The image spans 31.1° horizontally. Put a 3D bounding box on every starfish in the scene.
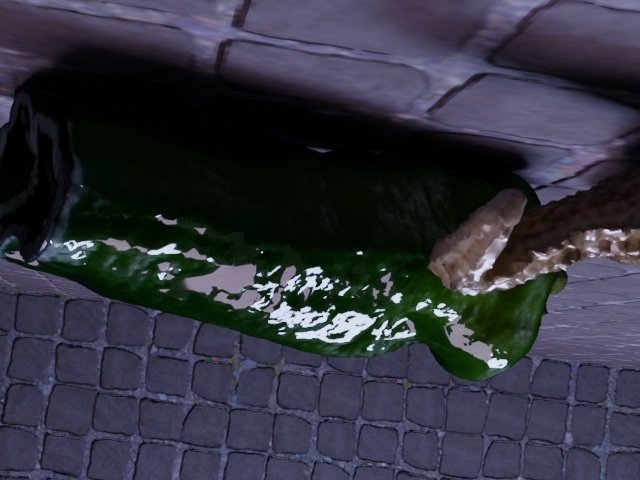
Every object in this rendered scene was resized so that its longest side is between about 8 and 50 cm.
[{"bbox_3d":[0.189,-0.006,0.407,0.299,0.060,0.302,0,180,6],"label":"starfish"}]

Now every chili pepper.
[{"bbox_3d":[0.000,0.000,0.497,0.271,0.099,0.136,14,166,-26],"label":"chili pepper"}]
